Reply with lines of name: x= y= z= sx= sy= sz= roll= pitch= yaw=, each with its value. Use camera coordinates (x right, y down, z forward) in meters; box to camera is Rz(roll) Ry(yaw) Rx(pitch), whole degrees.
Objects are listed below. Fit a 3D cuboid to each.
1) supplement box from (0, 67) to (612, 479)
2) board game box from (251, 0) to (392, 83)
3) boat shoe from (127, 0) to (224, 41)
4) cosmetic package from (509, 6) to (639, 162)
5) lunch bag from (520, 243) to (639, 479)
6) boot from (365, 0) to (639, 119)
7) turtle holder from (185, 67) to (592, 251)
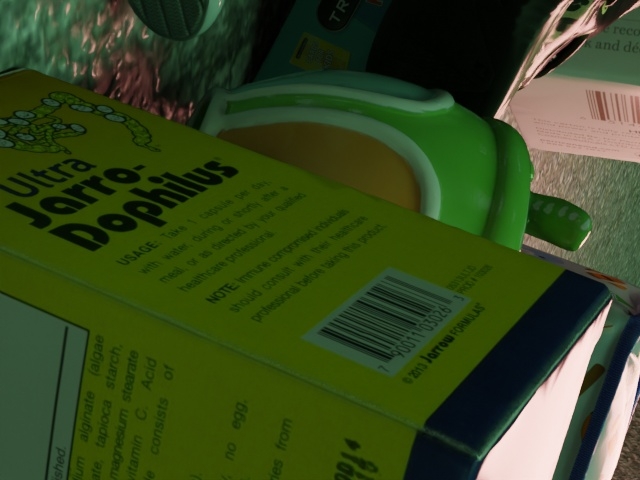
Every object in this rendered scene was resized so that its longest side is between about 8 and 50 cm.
supplement box: x=-0.071 y=0.073 z=0.696 sx=0.195 sy=0.357 sz=0.194 roll=-35 pitch=142 yaw=-58
board game box: x=0.093 y=-0.232 z=1.107 sx=0.336 sy=0.079 sz=0.254 roll=-59 pitch=165 yaw=22
boat shoe: x=-0.074 y=-0.221 z=0.792 sx=0.076 sy=0.083 sz=0.226 roll=-50 pitch=153 yaw=-40
cosmetic package: x=0.387 y=-0.296 z=1.452 sx=0.327 sy=0.330 sz=0.393 roll=34 pitch=68 yaw=-72
lunch bag: x=0.122 y=0.185 z=1.372 sx=0.239 sy=0.328 sz=0.385 roll=-7 pitch=115 yaw=-66
boot: x=0.199 y=-0.242 z=0.975 sx=0.284 sy=0.138 sz=0.377 roll=-38 pitch=163 yaw=-45
turtle holder: x=0.009 y=-0.012 z=0.918 sx=0.243 sy=0.227 sz=0.320 roll=-59 pitch=-168 yaw=26
